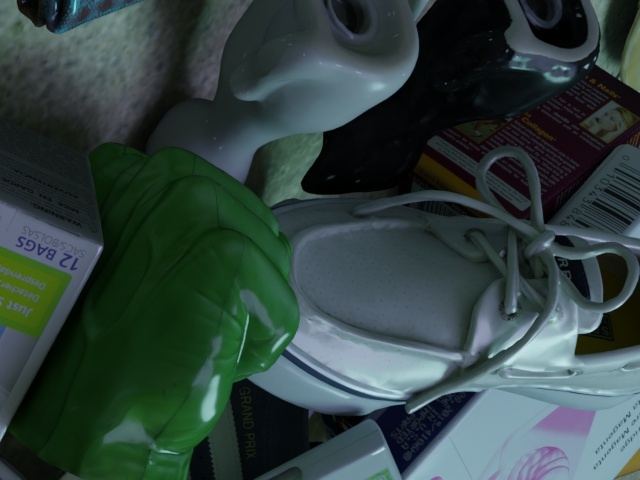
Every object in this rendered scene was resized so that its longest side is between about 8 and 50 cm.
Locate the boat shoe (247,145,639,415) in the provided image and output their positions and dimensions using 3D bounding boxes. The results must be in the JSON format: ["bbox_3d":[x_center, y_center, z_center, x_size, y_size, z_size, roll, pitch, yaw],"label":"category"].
[{"bbox_3d":[0.113,0.028,0.915,0.367,0.136,0.156,11,150,-36],"label":"boat shoe"}]

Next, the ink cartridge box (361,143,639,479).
[{"bbox_3d":[0.181,0.145,1.203,0.324,0.071,0.330,-46,140,-15],"label":"ink cartridge box"}]

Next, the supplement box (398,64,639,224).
[{"bbox_3d":[0.157,-0.056,1.186,0.188,0.104,0.081,-36,150,-31],"label":"supplement box"}]

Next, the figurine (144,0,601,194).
[{"bbox_3d":[0.012,-0.076,0.870,0.215,0.092,0.209,-8,159,-38],"label":"figurine"}]

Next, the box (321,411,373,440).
[{"bbox_3d":[0.079,0.145,1.384,0.159,0.044,0.233,-44,153,-17],"label":"box"}]

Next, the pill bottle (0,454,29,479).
[{"bbox_3d":[-0.209,0.167,0.931,0.083,0.043,0.043,-48,154,-9],"label":"pill bottle"}]

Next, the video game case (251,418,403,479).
[{"bbox_3d":[-0.032,0.198,0.962,0.193,0.023,0.212,-27,150,-3],"label":"video game case"}]

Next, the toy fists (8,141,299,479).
[{"bbox_3d":[-0.086,0.029,0.749,0.142,0.096,0.279,-69,-163,-3],"label":"toy fists"}]

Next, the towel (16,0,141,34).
[{"bbox_3d":[0.001,-0.275,0.603,0.271,0.040,0.370,-30,142,-44],"label":"towel"}]

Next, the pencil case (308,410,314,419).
[{"bbox_3d":[-0.057,0.119,1.087,0.086,0.088,0.206,37,91,-25],"label":"pencil case"}]

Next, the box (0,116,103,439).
[{"bbox_3d":[-0.190,0.044,0.684,0.114,0.103,0.203,24,107,-21],"label":"box"}]

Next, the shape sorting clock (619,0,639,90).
[{"bbox_3d":[0.309,-0.216,1.309,0.206,0.040,0.206,-43,153,-28],"label":"shape sorting clock"}]

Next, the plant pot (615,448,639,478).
[{"bbox_3d":[0.320,0.159,1.660,0.188,0.205,0.205,-30,150,-9],"label":"plant pot"}]

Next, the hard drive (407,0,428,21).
[{"bbox_3d":[0.011,-0.236,0.778,0.233,0.047,0.353,-57,154,8],"label":"hard drive"}]

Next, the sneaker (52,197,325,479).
[{"bbox_3d":[-0.072,0.148,0.975,0.350,0.148,0.131,-52,-176,1],"label":"sneaker"}]
